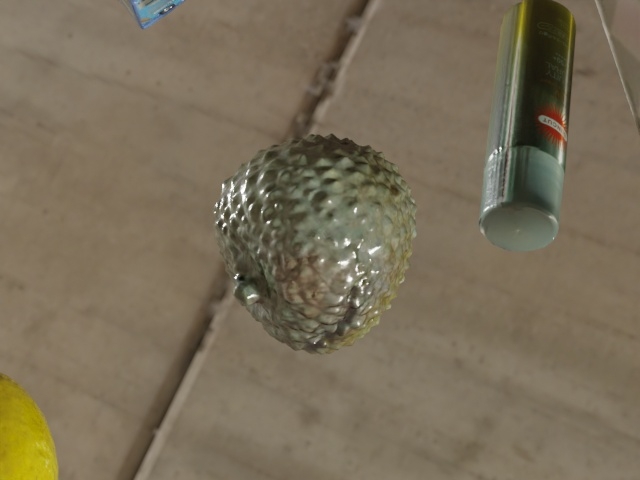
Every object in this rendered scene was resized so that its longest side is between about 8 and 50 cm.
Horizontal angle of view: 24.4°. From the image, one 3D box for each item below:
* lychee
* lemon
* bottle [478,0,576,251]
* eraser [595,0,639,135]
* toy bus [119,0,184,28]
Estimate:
[{"bbox_3d":[0.000,0.000,1.756,0.255,0.274,0.255,34,137,39],"label":"lychee"},{"bbox_3d":[-0.327,0.209,1.373,0.170,0.170,0.207,38,-155,-46],"label":"lemon"},{"bbox_3d":[0.214,-0.122,1.517,0.082,0.286,0.082,7,144,5],"label":"bottle"},{"bbox_3d":[0.418,-0.132,1.432,0.213,0.082,0.397,-11,113,32],"label":"eraser"},{"bbox_3d":[-0.142,-0.207,0.937,0.153,0.051,0.061,52,171,10],"label":"toy bus"}]
